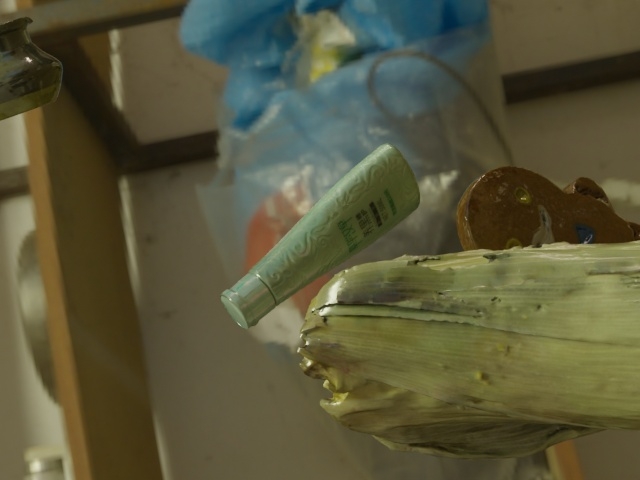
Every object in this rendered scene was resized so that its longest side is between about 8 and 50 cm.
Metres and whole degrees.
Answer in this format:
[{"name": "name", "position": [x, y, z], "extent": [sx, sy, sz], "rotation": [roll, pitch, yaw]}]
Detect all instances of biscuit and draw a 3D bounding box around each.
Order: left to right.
[{"name": "biscuit", "position": [0.244, 0.007, 1.258], "extent": [0.039, 0.236, 0.180], "rotation": [135, 149, -57]}]

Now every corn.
[{"name": "corn", "position": [0.142, 0.065, 0.800], "extent": [0.123, 0.305, 0.122], "rotation": [75, -167, -58]}]

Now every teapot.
[{"name": "teapot", "position": [-0.422, -0.217, 1.627], "extent": [0.130, 0.165, 0.119], "rotation": [6, 118, 69]}]

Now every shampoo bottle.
[{"name": "shampoo bottle", "position": [0.000, 0.000, 1.013], "extent": [0.041, 0.190, 0.069], "rotation": [30, 151, 44]}]
